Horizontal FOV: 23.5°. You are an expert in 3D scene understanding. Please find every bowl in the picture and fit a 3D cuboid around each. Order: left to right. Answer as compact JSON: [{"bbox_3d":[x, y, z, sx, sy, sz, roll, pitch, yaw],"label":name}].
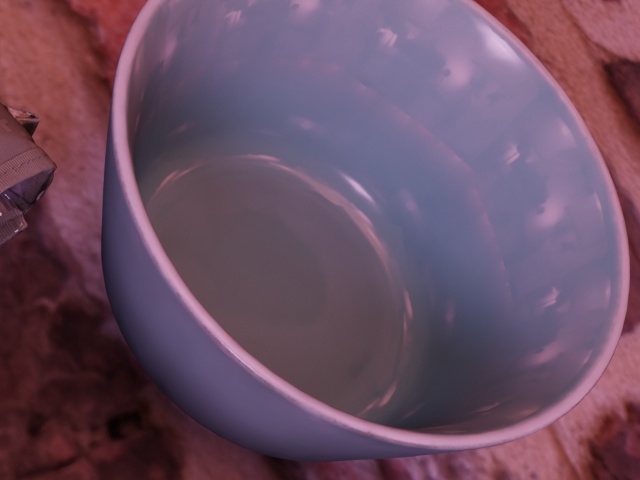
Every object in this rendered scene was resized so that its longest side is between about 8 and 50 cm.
[{"bbox_3d":[0.000,0.000,0.866,0.311,0.163,0.311,16,55,-24],"label":"bowl"}]

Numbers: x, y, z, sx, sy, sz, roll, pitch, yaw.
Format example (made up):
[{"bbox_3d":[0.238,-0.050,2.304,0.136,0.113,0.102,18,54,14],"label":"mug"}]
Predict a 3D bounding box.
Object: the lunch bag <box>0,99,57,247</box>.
[{"bbox_3d":[-0.294,-0.039,0.705,0.235,0.169,0.287,48,54,4],"label":"lunch bag"}]
